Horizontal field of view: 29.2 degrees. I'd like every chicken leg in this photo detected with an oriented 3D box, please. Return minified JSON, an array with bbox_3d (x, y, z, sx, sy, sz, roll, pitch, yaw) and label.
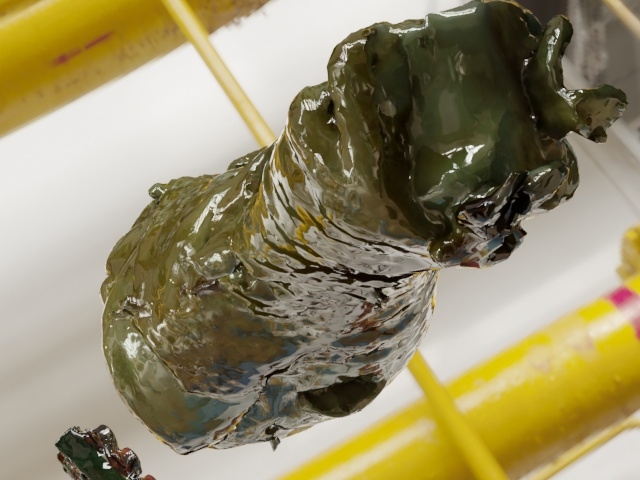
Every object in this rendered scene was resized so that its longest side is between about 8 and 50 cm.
[{"bbox_3d":[0.000,0.000,0.541,0.201,0.152,0.429,-35,-3,-20],"label":"chicken leg"}]

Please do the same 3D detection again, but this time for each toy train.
[{"bbox_3d":[-0.126,0.244,0.988,0.053,0.250,0.085,-33,-26,-36],"label":"toy train"}]
